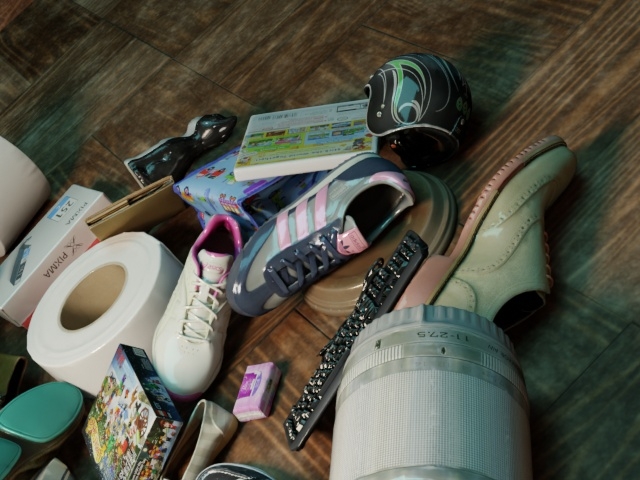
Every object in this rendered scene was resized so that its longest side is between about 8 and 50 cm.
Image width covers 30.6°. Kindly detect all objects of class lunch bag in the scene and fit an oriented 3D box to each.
[{"bbox_3d":[-0.060,-0.118,1.952,0.293,0.138,0.221,-43,31,-21],"label":"lunch bag"}]

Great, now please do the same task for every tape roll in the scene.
[{"bbox_3d":[-0.351,0.121,1.963,0.286,0.100,0.286,-26,36,21],"label":"tape roll"},{"bbox_3d":[-0.706,-0.104,2.422,0.246,0.246,0.169,4,53,45],"label":"tape roll"}]

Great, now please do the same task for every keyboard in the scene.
[{"bbox_3d":[0.041,0.123,1.562,0.317,0.033,0.201,-57,6,4],"label":"keyboard"}]

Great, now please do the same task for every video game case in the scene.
[{"bbox_3d":[-0.015,-0.164,1.878,0.226,0.026,0.206,-7,29,9],"label":"video game case"}]

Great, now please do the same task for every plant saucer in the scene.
[{"bbox_3d":[0.075,-0.007,1.760,0.277,0.041,0.278,-25,38,21],"label":"plant saucer"}]

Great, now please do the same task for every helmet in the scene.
[{"bbox_3d":[0.150,-0.210,1.811,0.169,0.169,0.162,-15,57,32],"label":"helmet"}]

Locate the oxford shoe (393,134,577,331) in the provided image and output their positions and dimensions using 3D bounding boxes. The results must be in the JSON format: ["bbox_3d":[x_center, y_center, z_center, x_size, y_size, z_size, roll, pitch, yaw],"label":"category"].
[{"bbox_3d":[0.245,0.027,1.519,0.146,0.140,0.397,29,64,21],"label":"oxford shoe"}]

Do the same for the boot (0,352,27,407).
[{"bbox_3d":[-0.614,0.192,2.092,0.280,0.096,0.264,8,71,48],"label":"boot"}]

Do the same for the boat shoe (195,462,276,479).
[{"bbox_3d":[-0.086,0.343,1.461,0.108,0.102,0.301,-48,35,-11],"label":"boat shoe"}]

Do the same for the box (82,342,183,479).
[{"bbox_3d":[-0.278,0.272,1.701,0.159,0.044,0.233,-65,28,11],"label":"box"}]

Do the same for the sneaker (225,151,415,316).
[{"bbox_3d":[0.000,0.000,1.689,0.319,0.112,0.131,-45,32,-5],"label":"sneaker"}]

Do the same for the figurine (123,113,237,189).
[{"bbox_3d":[-0.253,-0.168,2.180,0.209,0.092,0.215,-36,12,-7],"label":"figurine"}]

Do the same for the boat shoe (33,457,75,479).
[{"bbox_3d":[-0.356,0.411,1.643,0.127,0.158,0.340,-50,7,-6],"label":"boat shoe"}]

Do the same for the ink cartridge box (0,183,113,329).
[{"bbox_3d":[-0.490,0.036,2.219,0.296,0.066,0.261,-52,35,-16],"label":"ink cartridge box"}]

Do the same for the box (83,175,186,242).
[{"bbox_3d":[-0.319,-0.046,2.049,0.164,0.021,0.201,-29,-10,-6],"label":"box"}]

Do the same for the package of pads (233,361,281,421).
[{"bbox_3d":[-0.091,0.217,1.670,0.050,0.032,0.083,-13,42,31],"label":"package of pads"}]

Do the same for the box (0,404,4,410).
[{"bbox_3d":[-0.620,0.352,1.786,0.182,0.296,0.294,-25,38,20],"label":"box"}]

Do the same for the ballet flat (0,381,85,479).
[{"bbox_3d":[-0.464,0.334,1.763,0.342,0.116,0.124,-60,-10,-67],"label":"ballet flat"}]

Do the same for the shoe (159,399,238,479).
[{"bbox_3d":[-0.193,0.321,1.624,0.076,0.058,0.219,2,54,45],"label":"shoe"}]

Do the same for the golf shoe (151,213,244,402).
[{"bbox_3d":[-0.184,0.093,1.777,0.115,0.140,0.306,13,56,-3],"label":"golf shoe"}]

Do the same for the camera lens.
[{"bbox_3d":[0.121,0.237,1.283,0.219,0.219,0.274,-21,38,25],"label":"camera lens"}]
